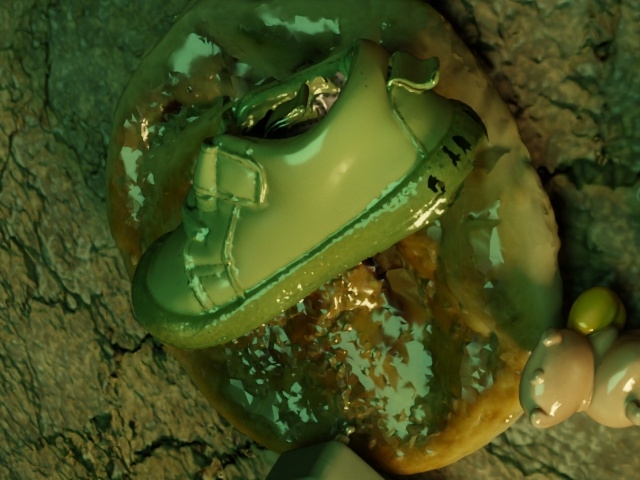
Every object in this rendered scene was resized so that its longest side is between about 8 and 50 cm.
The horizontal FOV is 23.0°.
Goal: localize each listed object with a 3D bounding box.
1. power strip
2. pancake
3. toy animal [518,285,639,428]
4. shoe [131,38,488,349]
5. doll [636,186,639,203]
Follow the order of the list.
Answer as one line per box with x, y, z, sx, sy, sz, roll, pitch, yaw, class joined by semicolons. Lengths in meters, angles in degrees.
0.044;0.231;1.175;0.215;0.061;0.145;44;147;-16;power strip
0.000;0.001;1.118;0.387;0.082;0.387;13;118;26;pancake
0.184;0.082;1.012;0.082;0.114;0.091;30;110;28;toy animal
-0.018;-0.036;0.993;0.262;0.140;0.128;-24;101;29;shoe
0.258;0.060;0.984;0.114;0.057;0.227;-14;111;44;doll
